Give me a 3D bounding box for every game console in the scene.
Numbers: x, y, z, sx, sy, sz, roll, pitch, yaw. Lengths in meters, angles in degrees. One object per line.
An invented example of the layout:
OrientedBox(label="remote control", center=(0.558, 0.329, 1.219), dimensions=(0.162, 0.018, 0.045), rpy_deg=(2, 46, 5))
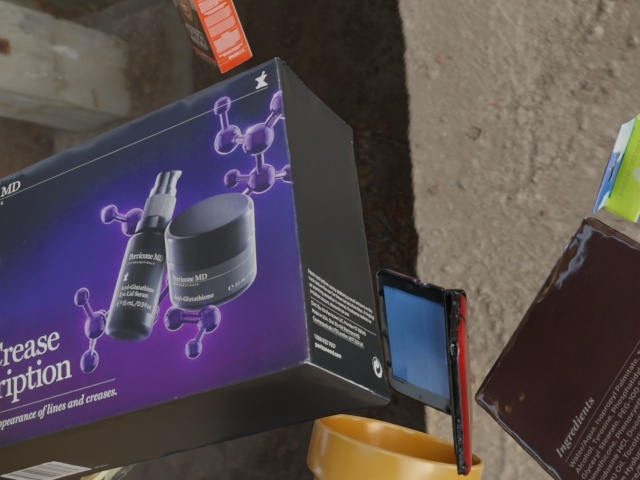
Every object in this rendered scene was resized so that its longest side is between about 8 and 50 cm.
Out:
OrientedBox(label="game console", center=(0.089, 0.114, 0.759), dimensions=(0.085, 0.124, 0.144), rpy_deg=(-2, 121, 12))

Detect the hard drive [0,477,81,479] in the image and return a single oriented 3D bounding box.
OrientedBox(label="hard drive", center=(-0.359, 0.272, 0.886), dimensions=(0.254, 0.054, 0.172), rpy_deg=(-2, 66, 26))

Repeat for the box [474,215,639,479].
OrientedBox(label="box", center=(0.254, 0.115, 0.598), dimensions=(0.167, 0.168, 0.203), rpy_deg=(-61, 30, 9))

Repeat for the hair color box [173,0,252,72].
OrientedBox(label="hair color box", center=(-0.126, -0.256, 0.918), dimensions=(0.072, 0.043, 0.141), rpy_deg=(39, 156, 48))

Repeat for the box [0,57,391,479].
OrientedBox(label="box", center=(-0.105, 0.030, 0.530), dimensions=(0.261, 0.103, 0.184), rpy_deg=(-19, 59, 23))

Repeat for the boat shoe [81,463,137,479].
OrientedBox(label="boat shoe", center=(-0.251, 0.266, 1.105), dimensions=(0.056, 0.152, 0.049), rpy_deg=(18, 125, 31))

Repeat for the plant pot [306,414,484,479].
OrientedBox(label="plant pot", center=(0.071, 0.324, 1.018), dimensions=(0.205, 0.205, 0.188), rpy_deg=(12, 87, 37))

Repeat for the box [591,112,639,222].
OrientedBox(label="box", center=(0.346, -0.094, 0.865), dimensions=(0.042, 0.178, 0.109), rpy_deg=(34, 137, 31))
